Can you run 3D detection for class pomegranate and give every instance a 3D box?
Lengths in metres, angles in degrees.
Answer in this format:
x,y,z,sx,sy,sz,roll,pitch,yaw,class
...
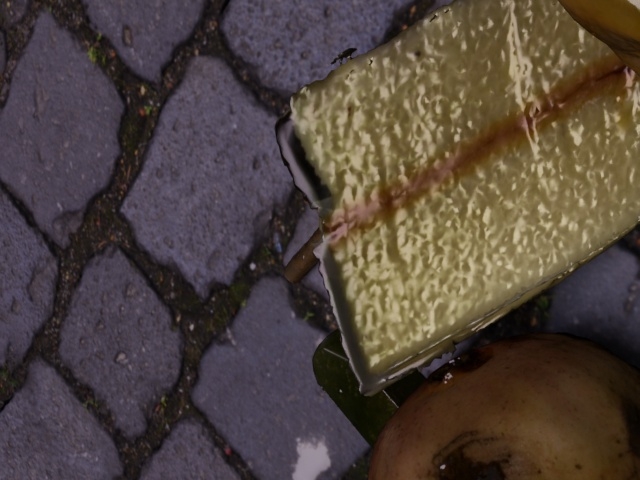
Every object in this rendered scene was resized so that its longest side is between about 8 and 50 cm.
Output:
x,y,z,sx,sy,sz,roll,pitch,yaw,class
0.204,0.241,1.127,0.322,0.322,0.322,10,107,36,pomegranate

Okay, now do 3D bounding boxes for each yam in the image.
x,y,z,sx,sy,sz,roll,pitch,yaw,class
0.000,0.000,1.405,0.032,0.032,0.145,50,127,17,yam

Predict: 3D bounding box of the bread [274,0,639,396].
x,y,z,sx,sy,sz,roll,pitch,yaw,class
0.174,-0.088,1.133,0.405,0.242,0.346,-29,86,42,bread

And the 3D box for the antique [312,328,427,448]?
x,y,z,sx,sy,sz,roll,pitch,yaw,class
0.083,0.197,1.355,0.221,0.081,0.080,48,124,18,antique

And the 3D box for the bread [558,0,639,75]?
x,y,z,sx,sy,sz,roll,pitch,yaw,class
0.382,-0.196,0.849,0.361,0.394,0.250,39,105,26,bread
